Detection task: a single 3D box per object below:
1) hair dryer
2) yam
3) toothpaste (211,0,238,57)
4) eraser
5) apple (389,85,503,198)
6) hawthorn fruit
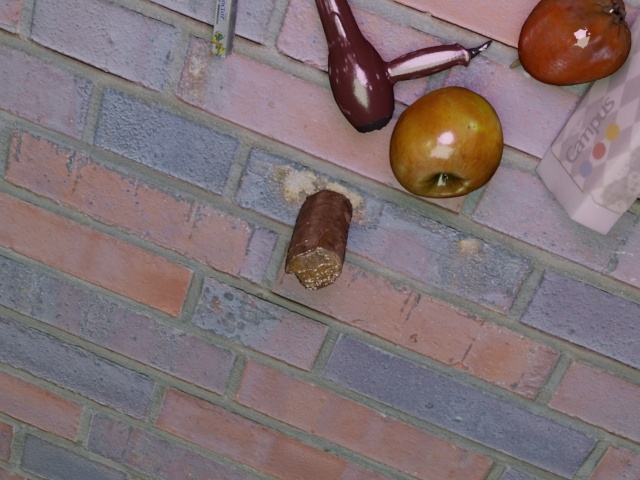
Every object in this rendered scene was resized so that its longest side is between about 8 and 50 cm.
[{"bbox_3d":[0.173,-0.400,1.697,0.340,0.123,0.312,-15,102,8],"label":"hair dryer"},{"bbox_3d":[-0.002,-0.001,1.852,0.128,0.238,0.129,8,125,3],"label":"yam"},{"bbox_3d":[-0.199,-0.469,1.765,0.034,0.046,0.164,16,119,9],"label":"toothpaste"},{"bbox_3d":[0.590,-0.226,1.624,0.082,0.213,0.397,8,129,-27],"label":"eraser"},{"bbox_3d":[0.254,-0.199,1.698,0.237,0.207,0.237,2,152,1],"label":"apple"},{"bbox_3d":[0.460,-0.376,1.585,0.199,0.199,0.251,49,141,-13],"label":"hawthorn fruit"}]
